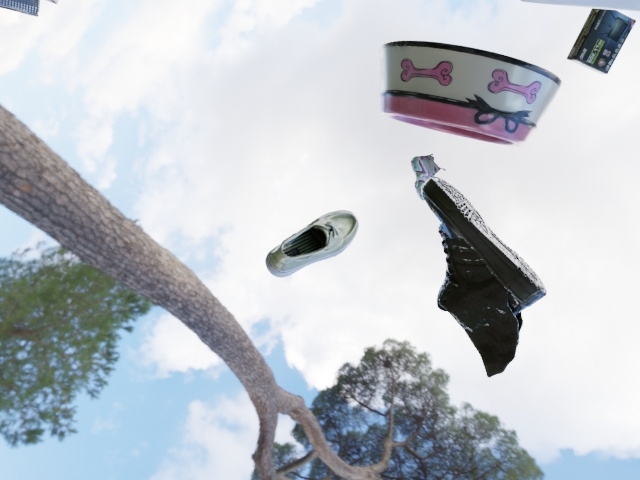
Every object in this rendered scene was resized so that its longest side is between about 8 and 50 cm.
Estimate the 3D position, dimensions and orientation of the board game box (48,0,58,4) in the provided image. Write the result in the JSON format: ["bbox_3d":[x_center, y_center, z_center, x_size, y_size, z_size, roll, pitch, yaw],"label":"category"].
[{"bbox_3d":[-0.402,-0.529,0.785,0.145,0.027,0.281,-144,-107,-76],"label":"board game box"}]

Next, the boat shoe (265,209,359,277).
[{"bbox_3d":[0.000,0.000,1.246,0.302,0.109,0.094,-33,176,-36],"label":"boat shoe"}]

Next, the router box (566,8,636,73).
[{"bbox_3d":[0.611,-0.438,1.103,0.038,0.092,0.122,-111,-141,-65],"label":"router box"}]

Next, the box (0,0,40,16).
[{"bbox_3d":[-0.456,-0.464,0.678,0.216,0.060,0.270,23,-71,25],"label":"box"}]

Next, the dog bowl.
[{"bbox_3d":[0.318,-0.325,1.160,0.408,0.408,0.150,23,-74,40],"label":"dog bowl"}]

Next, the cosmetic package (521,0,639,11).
[{"bbox_3d":[0.237,-0.323,0.338,0.138,0.224,0.224,2,-104,-4],"label":"cosmetic package"}]

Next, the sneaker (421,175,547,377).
[{"bbox_3d":[0.130,0.031,0.454,0.170,0.051,0.089,48,-62,9],"label":"sneaker"}]

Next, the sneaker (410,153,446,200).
[{"bbox_3d":[0.236,-0.137,1.083,0.069,0.098,0.038,-14,-159,-4],"label":"sneaker"}]
